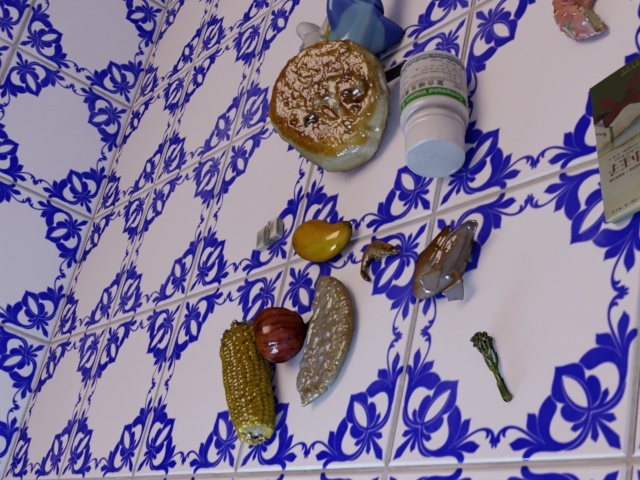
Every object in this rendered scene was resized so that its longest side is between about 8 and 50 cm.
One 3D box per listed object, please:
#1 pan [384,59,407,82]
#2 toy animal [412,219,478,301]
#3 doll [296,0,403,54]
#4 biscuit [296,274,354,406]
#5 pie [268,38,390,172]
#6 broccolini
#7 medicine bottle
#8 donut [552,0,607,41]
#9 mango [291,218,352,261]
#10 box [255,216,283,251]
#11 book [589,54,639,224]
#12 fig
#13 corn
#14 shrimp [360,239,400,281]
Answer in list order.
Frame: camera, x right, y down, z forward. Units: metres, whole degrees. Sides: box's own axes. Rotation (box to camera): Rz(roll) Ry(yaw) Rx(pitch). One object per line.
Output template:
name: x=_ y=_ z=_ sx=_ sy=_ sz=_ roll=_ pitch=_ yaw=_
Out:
pan: x=0.103 y=-0.346 z=2.195 sx=0.235 sy=0.136 sz=0.028 roll=-29 pitch=9 yaw=23
toy animal: x=0.222 y=0.024 z=1.721 sx=0.188 sy=0.089 sz=0.179 roll=-58 pitch=14 yaw=20
doll: x=0.045 y=-0.484 z=2.312 sx=0.365 sy=0.187 sz=0.376 roll=-48 pitch=54 yaw=41
biscuit: x=0.019 y=0.196 z=1.941 sx=0.141 sy=0.038 sz=0.289 roll=-18 pitch=53 yaw=51
pie: x=0.022 y=-0.308 z=2.152 sx=0.315 sy=0.092 sz=0.315 roll=2 pitch=93 yaw=34
broccolini: x=0.273 y=0.199 z=1.534 sx=0.030 sy=0.035 sz=0.140 roll=-51 pitch=32 yaw=28
medicine bottle: x=0.222 y=-0.248 z=1.883 sx=0.139 sy=0.139 sz=0.237 roll=-33 pitch=40 yaw=42
donut: x=0.463 y=-0.430 z=1.721 sx=0.117 sy=0.065 sz=0.166 roll=-18 pitch=50 yaw=51
mango: x=0.000 y=0.000 z=2.101 sx=0.190 sy=0.075 sz=0.098 roll=-3 pitch=69 yaw=50
box: x=-0.126 y=-0.014 z=2.364 sx=0.083 sy=0.024 sz=0.054 roll=-36 pitch=37 yaw=39
book: x=0.510 y=-0.181 z=1.476 sx=0.201 sy=0.026 sz=0.289 roll=-33 pitch=40 yaw=39
fig: x=-0.080 y=0.196 z=2.039 sx=0.128 sy=0.150 sz=0.128 roll=15 pitch=110 yaw=45
corn: x=-0.159 y=0.301 z=2.074 sx=0.115 sy=0.115 sz=0.318 roll=-47 pitch=32 yaw=26
shrimp: x=0.118 y=0.039 z=1.925 sx=0.127 sy=0.025 sz=0.091 roll=-12 pitch=57 yaw=60
